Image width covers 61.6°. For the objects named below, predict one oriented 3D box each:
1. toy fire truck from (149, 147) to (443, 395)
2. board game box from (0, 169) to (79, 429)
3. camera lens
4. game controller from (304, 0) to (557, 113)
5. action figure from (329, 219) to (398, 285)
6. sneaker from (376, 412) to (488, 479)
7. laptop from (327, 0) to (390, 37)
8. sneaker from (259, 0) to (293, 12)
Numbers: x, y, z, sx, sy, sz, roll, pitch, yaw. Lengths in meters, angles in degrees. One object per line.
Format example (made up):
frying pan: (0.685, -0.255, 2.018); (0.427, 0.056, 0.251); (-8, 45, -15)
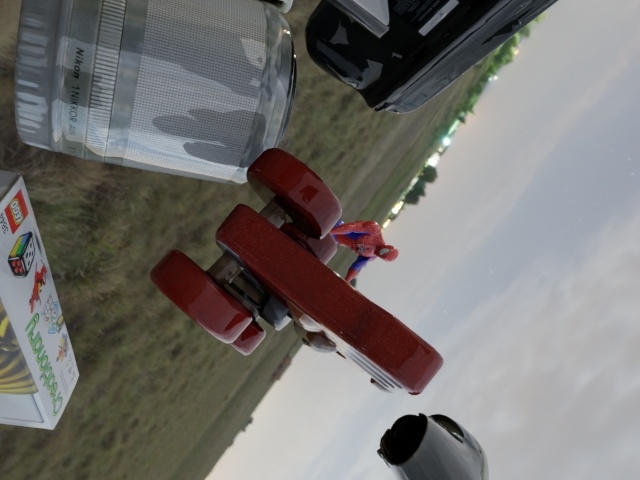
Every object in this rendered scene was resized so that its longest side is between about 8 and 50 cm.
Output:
toy fire truck: (-0.008, 0.070, 0.555); (0.169, 0.254, 0.302); (-48, 168, -12)
board game box: (-0.318, 0.026, 0.316); (0.053, 0.305, 0.193); (-85, -175, -47)
camera lens: (-0.180, -0.189, 0.618); (0.219, 0.274, 0.219); (-172, -90, -67)
game controller: (0.107, -0.237, 0.525); (0.319, 0.166, 0.067); (-30, -153, 58)
action figure: (0.000, 0.000, 0.966); (0.139, 0.280, 0.091); (-43, 140, -38)
sneaker: (0.118, 0.215, 0.571); (0.083, 0.118, 0.222); (-31, -175, 7)
laptop: (-0.005, -0.386, 0.222); (0.236, 0.407, 0.382); (-13, 165, 38)
sneaker: (-0.165, -0.481, 1.075); (0.252, 0.111, 0.103); (-15, 152, 16)
